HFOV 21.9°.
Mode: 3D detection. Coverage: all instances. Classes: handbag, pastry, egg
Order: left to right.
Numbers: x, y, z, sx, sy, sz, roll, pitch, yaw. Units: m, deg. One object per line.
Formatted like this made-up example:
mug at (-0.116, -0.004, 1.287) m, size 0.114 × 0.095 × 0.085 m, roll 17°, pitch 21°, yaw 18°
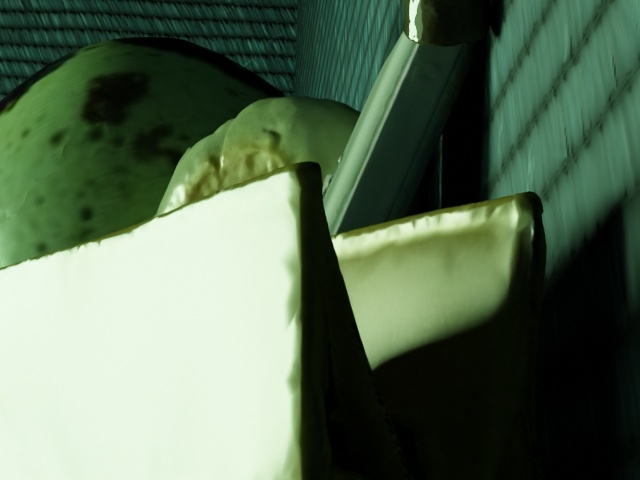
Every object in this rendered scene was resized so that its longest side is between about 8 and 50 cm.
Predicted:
egg at (-0.103, 0.060, 1.063) m, size 0.287 × 0.287 × 0.379 m, roll -152°, pitch 56°, yaw -87°
handbag at (-0.024, 0.192, 0.503) m, size 0.283 × 0.133 × 0.401 m, roll -17°, pitch 72°, yaw 61°
pastry at (-0.015, 0.003, 0.866) m, size 0.092 × 0.156 × 0.156 m, roll 8°, pitch -97°, yaw -50°

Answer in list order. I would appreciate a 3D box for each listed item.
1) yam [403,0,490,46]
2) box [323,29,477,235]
yam at (0.057, -0.230, 0.587) m, size 0.045 × 0.045 × 0.327 m, roll -33°, pitch -48°, yaw -51°
box at (-0.005, 0.037, 0.727) m, size 0.142 × 0.044 × 0.285 m, roll 118°, pitch 176°, yaw -86°
